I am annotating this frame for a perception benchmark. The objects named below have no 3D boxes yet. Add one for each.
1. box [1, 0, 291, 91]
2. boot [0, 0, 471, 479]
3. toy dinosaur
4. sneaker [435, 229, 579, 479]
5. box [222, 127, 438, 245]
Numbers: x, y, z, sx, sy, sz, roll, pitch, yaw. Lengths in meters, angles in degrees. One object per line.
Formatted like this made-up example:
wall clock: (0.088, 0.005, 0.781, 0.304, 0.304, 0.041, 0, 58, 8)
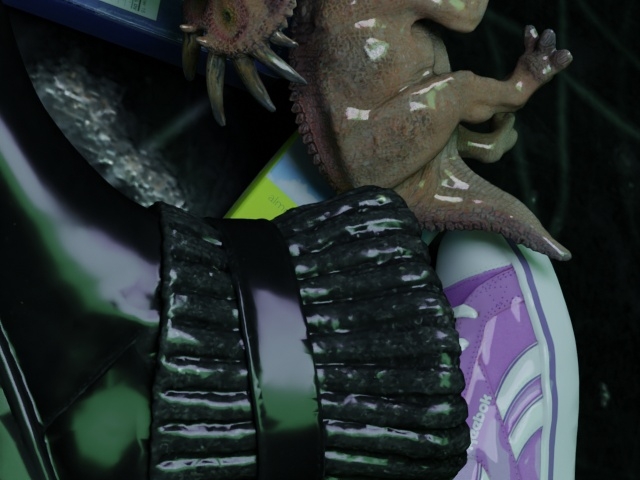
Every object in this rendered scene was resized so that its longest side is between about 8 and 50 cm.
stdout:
box: (-0.088, -0.176, 1.131, 0.225, 0.036, 0.136, 18, 65, -21)
boot: (-0.081, -0.006, 0.977, 0.260, 0.131, 0.348, -16, 90, -9)
toy dinosaur: (0.021, -0.093, 1.069, 0.200, 0.127, 0.296, -31, 98, -24)
sneaker: (0.062, 0.110, 1.074, 0.161, 0.102, 0.282, 6, 70, -24)
box: (0.000, 0.000, 1.111, 0.109, 0.042, 0.178, 43, 58, -8)
